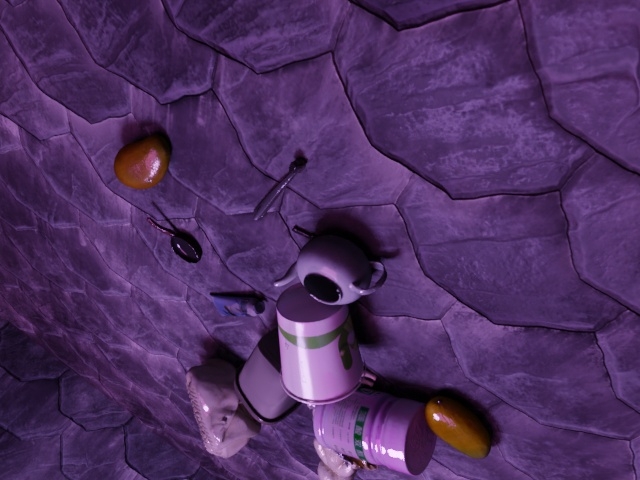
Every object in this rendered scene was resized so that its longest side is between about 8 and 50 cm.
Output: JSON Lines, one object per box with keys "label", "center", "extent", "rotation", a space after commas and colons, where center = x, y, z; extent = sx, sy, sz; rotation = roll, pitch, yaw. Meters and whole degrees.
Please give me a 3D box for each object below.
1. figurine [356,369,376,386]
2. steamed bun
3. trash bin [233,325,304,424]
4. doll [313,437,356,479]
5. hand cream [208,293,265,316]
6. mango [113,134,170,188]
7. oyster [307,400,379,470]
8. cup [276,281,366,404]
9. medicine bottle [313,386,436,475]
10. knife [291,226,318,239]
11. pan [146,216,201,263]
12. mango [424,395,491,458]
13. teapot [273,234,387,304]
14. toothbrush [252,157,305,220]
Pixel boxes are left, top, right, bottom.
{"label": "figurine", "center": [0.080, 0.397, 1.760], "extent": [0.187, 0.083, 0.083], "rotation": [19, 139, 6]}
{"label": "steamed bun", "center": [-0.355, 0.627, 2.184], "extent": [0.342, 0.254, 0.368], "rotation": [-28, 79, 68]}
{"label": "trash bin", "center": [-0.132, 0.415, 1.820], "extent": [0.219, 0.219, 0.250], "rotation": [43, 136, 17]}
{"label": "doll", "center": [0.066, 0.817, 2.153], "extent": [0.175, 0.149, 0.278], "rotation": [-122, 28, -56]}
{"label": "hand cream", "center": [-0.277, 0.217, 1.878], "extent": [0.271, 0.058, 0.091], "rotation": [-4, 122, 48]}
{"label": "mango", "center": [-0.493, -0.216, 1.594], "extent": [0.227, 0.099, 0.136], "rotation": [-25, 108, 39]}
{"label": "oyster", "center": [0.060, 0.660, 1.966], "extent": [0.351, 0.115, 0.238], "rotation": [40, 164, 23]}
{"label": "cup", "center": [-0.010, 0.266, 1.572], "extent": [0.253, 0.253, 0.274], "rotation": [11, 125, 31]}
{"label": "medicine bottle", "center": [0.162, 0.561, 1.729], "extent": [0.325, 0.212, 0.212], "rotation": [4, 130, 37]}
{"label": "knife", "center": [0.000, 0.000, 1.470], "extent": [0.170, 0.010, 0.023], "rotation": [23, 145, 17]}
{"label": "pan", "center": [-0.461, -0.007, 1.810], "extent": [0.212, 0.040, 0.114], "rotation": [45, 143, -19]}
{"label": "mango", "center": [0.394, 0.526, 1.605], "extent": [0.237, 0.091, 0.137], "rotation": [35, 143, -4]}
{"label": "teapot", "center": [0.029, 0.081, 1.421], "extent": [0.294, 0.130, 0.193], "rotation": [5, 136, 34]}
{"label": "toothbrush", "center": [-0.112, -0.120, 1.429], "extent": [0.297, 0.030, 0.030], "rotation": [-42, 71, 53]}
